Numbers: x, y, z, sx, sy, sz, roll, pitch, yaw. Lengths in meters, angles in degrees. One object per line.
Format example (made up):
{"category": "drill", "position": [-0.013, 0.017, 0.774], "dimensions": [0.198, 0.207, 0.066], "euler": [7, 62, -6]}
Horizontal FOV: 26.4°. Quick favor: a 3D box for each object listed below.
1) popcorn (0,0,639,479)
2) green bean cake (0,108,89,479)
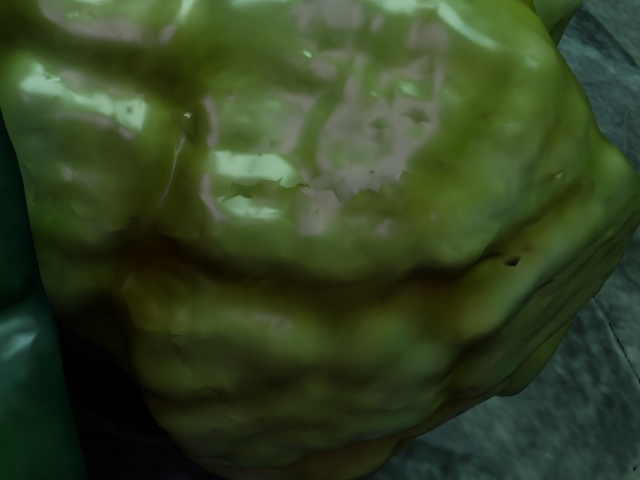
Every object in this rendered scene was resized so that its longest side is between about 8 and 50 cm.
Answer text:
{"category": "popcorn", "position": [-0.046, -0.072, 0.508], "dimensions": [0.293, 0.292, 0.334], "euler": [2, 57, -28]}
{"category": "green bean cake", "position": [-0.216, 0.014, 0.357], "dimensions": [0.169, 0.300, 0.308], "euler": [-23, 104, -45]}
